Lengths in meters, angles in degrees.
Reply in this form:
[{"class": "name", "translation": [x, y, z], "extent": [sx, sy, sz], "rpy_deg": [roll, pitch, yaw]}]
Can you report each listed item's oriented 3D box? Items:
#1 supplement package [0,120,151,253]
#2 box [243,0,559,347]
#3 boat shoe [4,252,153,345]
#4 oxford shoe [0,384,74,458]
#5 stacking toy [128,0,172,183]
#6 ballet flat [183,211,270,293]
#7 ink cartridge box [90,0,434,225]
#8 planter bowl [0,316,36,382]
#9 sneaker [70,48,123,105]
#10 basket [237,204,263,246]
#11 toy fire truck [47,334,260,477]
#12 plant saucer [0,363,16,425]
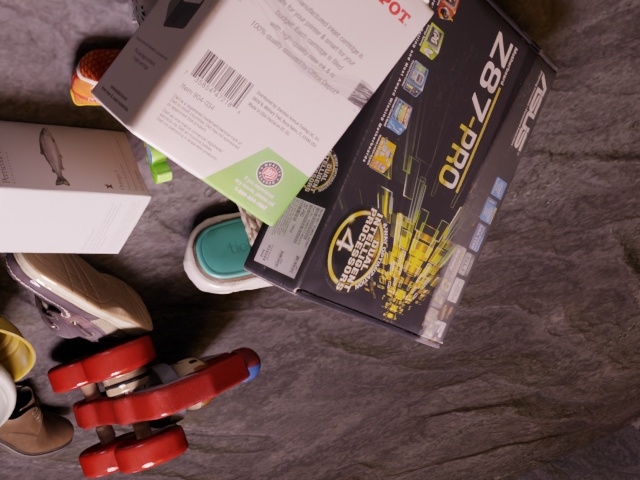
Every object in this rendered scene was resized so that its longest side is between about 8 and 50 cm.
[{"class": "supplement package", "translation": [-0.299, -0.057, 1.172], "extent": [0.179, 0.105, 0.105], "rpy_deg": [1, 140, -39]}, {"class": "box", "translation": [0.108, -0.094, 1.240], "extent": [0.318, 0.097, 0.394], "rpy_deg": [26, 87, -53]}, {"class": "boat shoe", "translation": [-0.319, 0.080, 1.369], "extent": [0.092, 0.103, 0.285], "rpy_deg": [-36, 154, 6]}, {"class": "oxford shoe", "translation": [-0.440, 0.266, 1.578], "extent": [0.096, 0.082, 0.227], "rpy_deg": [-40, 148, 14]}, {"class": "stacking toy", "translation": [-0.104, -0.171, 1.105], "extent": [0.167, 0.052, 0.221], "rpy_deg": [-14, 118, -24]}, {"class": "ballet flat", "translation": [0.000, 0.000, 1.483], "extent": [0.400, 0.139, 0.139], "rpy_deg": [-10, 146, -18]}, {"class": "ink cartridge box", "translation": [-0.053, -0.184, 1.028], "extent": [0.198, 0.115, 0.273], "rpy_deg": [35, 93, -39]}, {"class": "planter bowl", "translation": [-0.466, 0.116, 1.309], "extent": [0.217, 0.090, 0.217], "rpy_deg": [-10, 151, -6]}, {"class": "sneaker", "translation": [-0.184, -0.171, 1.143], "extent": [0.175, 0.064, 0.067], "rpy_deg": [1, 156, -28]}, {"class": "basket", "translation": [-0.036, -0.055, 1.317], "extent": [0.103, 0.167, 0.113], "rpy_deg": [-33, 149, 24]}, {"class": "toy fire truck", "translation": [-0.225, 0.212, 1.527], "extent": [0.254, 0.169, 0.302], "rpy_deg": [-21, 180, -38]}, {"class": "plant saucer", "translation": [-0.573, 0.242, 1.288], "extent": [0.401, 0.100, 0.400], "rpy_deg": [-11, 152, -6]}]
